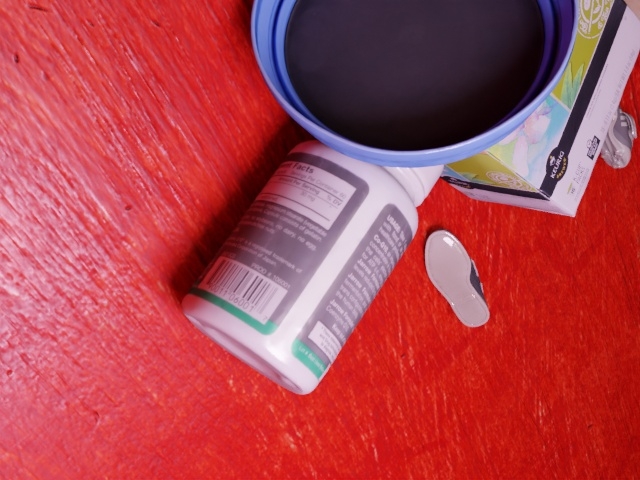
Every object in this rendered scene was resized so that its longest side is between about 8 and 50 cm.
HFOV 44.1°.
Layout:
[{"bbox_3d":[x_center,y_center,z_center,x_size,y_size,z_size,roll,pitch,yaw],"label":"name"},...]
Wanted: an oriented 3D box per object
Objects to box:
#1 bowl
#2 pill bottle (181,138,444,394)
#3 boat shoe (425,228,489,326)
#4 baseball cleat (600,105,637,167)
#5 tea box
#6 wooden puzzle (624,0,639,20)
[{"bbox_3d":[0.112,-0.267,0.977,0.391,0.391,0.077,-59,163,-13],"label":"bowl"},{"bbox_3d":[0.000,0.000,1.037,0.361,0.204,0.204,-55,129,-16],"label":"pill bottle"},{"bbox_3d":[0.232,0.056,1.359,0.206,0.075,0.065,60,20,-27],"label":"boat shoe"},{"bbox_3d":[0.573,-0.242,1.568,0.109,0.072,0.205,-58,136,-32],"label":"baseball cleat"},{"bbox_3d":[0.278,-0.254,1.199,0.324,0.220,0.328,25,85,-39],"label":"tea box"},{"bbox_3d":[0.492,-0.461,1.391,0.239,0.044,0.220,-4,107,-2],"label":"wooden puzzle"}]
